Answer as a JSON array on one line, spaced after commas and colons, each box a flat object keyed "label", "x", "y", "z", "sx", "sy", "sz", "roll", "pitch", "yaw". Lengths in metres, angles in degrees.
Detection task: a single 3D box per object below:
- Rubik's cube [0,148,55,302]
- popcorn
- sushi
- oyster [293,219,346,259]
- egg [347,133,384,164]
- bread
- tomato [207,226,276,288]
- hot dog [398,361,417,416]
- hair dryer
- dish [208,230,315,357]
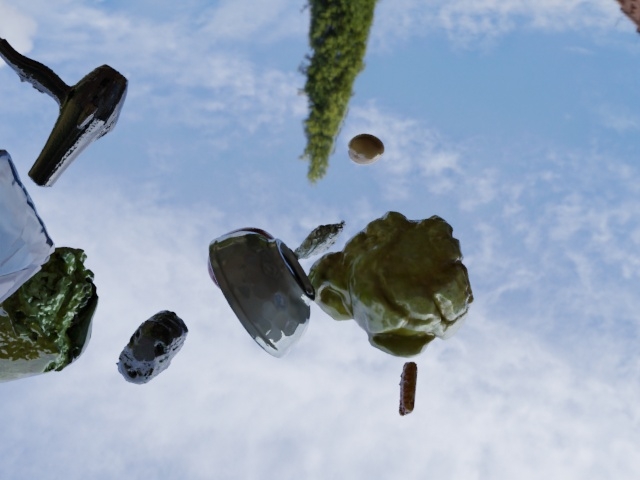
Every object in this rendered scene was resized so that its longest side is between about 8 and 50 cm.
[{"label": "Rubik's cube", "x": -0.360, "y": -0.041, "z": 0.274, "sx": 0.305, "sy": 0.310, "sz": 0.307, "roll": 43, "pitch": -116, "yaw": 8}, {"label": "popcorn", "x": 0.165, "y": 0.082, "z": 1.324, "sx": 0.292, "sy": 0.294, "sz": 0.334, "roll": 0, "pitch": -168, "yaw": -39}, {"label": "sushi", "x": -0.460, "y": 0.294, "z": 1.622, "sx": 0.124, "sy": 0.225, "sz": 0.127, "roll": 41, "pitch": -155, "yaw": 4}, {"label": "oyster", "x": 0.000, "y": 0.000, "z": 1.801, "sx": 0.177, "sy": 0.125, "sz": 0.064, "roll": -30, "pitch": -114, "yaw": -23}, {"label": "egg", "x": 0.116, "y": -0.230, "z": 1.504, "sx": 0.096, "sy": 0.080, "sz": 0.080, "roll": -7, "pitch": -149, "yaw": 41}, {"label": "bread", "x": -0.623, "y": 0.158, "z": 1.122, "sx": 0.376, "sy": 0.251, "sz": 0.208, "roll": -11, "pitch": -173, "yaw": 12}, {"label": "tomato", "x": -0.187, "y": 0.051, "z": 1.514, "sx": 0.195, "sy": 0.195, "sz": 0.136, "roll": -1, "pitch": -141, "yaw": -9}, {"label": "hot dog", "x": 0.224, "y": 0.382, "z": 1.547, "sx": 0.038, "sy": 0.062, "sz": 0.144, "roll": 15, "pitch": -118, "yaw": -7}, {"label": "hair dryer", "x": -0.617, "y": -0.317, "z": 1.266, "sx": 0.359, "sy": 0.304, "sz": 0.120, "roll": 39, "pitch": -178, "yaw": -24}, {"label": "dish", "x": -0.097, "y": 0.084, "z": 1.189, "sx": 0.120, "sy": 0.303, "sz": 0.303, "roll": -31, "pitch": -132, "yaw": 7}]
